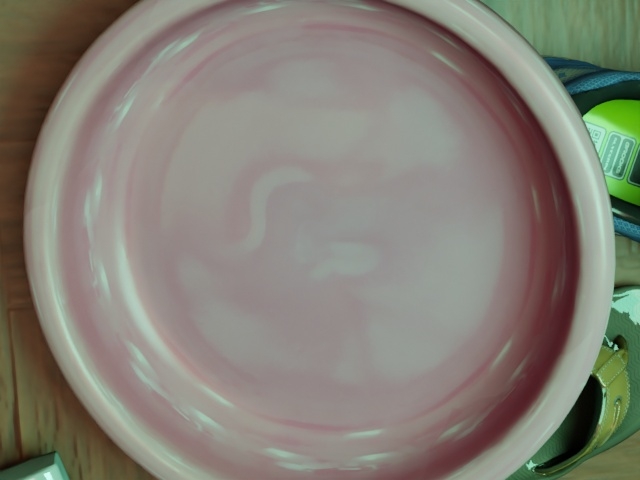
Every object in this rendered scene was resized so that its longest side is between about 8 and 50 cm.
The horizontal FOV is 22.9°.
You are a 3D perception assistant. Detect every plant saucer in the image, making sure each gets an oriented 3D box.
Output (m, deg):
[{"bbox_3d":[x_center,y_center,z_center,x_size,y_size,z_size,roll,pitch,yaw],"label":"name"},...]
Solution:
[{"bbox_3d":[0.000,0.000,0.896,0.332,0.084,0.332,3,105,11],"label":"plant saucer"}]

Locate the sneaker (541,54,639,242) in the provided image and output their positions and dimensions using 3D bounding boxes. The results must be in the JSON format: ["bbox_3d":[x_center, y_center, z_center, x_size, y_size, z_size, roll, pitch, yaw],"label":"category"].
[{"bbox_3d":[0.258,-0.027,0.956,0.330,0.147,0.129,11,95,-13],"label":"sneaker"}]

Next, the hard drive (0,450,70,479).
[{"bbox_3d":[-0.203,0.330,0.958,0.233,0.047,0.353,-21,102,-5],"label":"hard drive"}]

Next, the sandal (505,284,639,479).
[{"bbox_3d":[0.143,0.098,0.970,0.219,0.060,0.090,-25,84,-22],"label":"sandal"}]
